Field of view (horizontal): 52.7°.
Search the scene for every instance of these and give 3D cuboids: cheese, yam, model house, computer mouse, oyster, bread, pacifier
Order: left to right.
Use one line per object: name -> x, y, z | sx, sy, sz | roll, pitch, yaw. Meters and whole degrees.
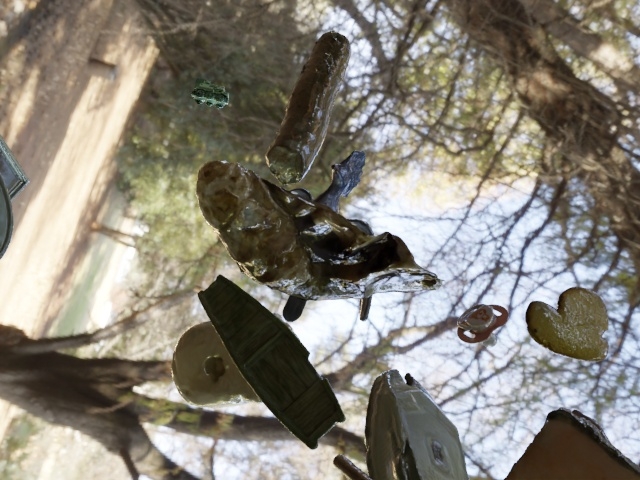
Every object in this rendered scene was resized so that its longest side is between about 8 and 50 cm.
cheese -> -0.153, 0.229, 1.226 | 0.251, 0.248, 0.173 | -175, -102, -71
yam -> -0.012, -0.210, 0.985 | 0.067, 0.071, 0.317 | 85, 18, -49
oyster -> -0.003, 0.010, 0.736 | 0.166, 0.295, 0.094 | 96, 15, -48
yam -> 0.078, 0.437, 1.177 | 0.145, 0.032, 0.032 | 21, -89, 47
computer mouse -> 0.191, 0.458, 1.322 | 0.145, 0.228, 0.428 | -47, -153, 26
pacifier -> 0.288, 0.156, 1.141 | 0.099, 0.078, 0.081 | -37, -152, -14
bread -> 0.491, 0.162, 1.301 | 0.065, 0.188, 0.149 | 133, -27, -75
model house -> 0.409, 0.359, 0.987 | 0.183, 0.172, 0.166 | 38, -76, 29

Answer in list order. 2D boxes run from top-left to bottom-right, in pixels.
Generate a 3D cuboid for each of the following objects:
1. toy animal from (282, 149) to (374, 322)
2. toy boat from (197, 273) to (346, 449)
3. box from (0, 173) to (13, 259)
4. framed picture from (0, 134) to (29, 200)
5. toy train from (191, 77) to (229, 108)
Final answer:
toy animal -> 0.000, 0.000, 0.929 | 0.239, 0.176, 0.255 | 36, -49, 35
toy boat -> -0.070, 0.163, 0.906 | 0.093, 0.055, 0.293 | -41, -119, -5
box -> -0.420, -0.031, 0.576 | 0.149, 0.226, 0.226 | -29, -146, 15
framed picture -> -0.625, -0.073, 1.080 | 0.232, 0.019, 0.296 | 82, 31, -53
toy train -> -0.239, -0.322, 1.416 | 0.033, 0.083, 0.053 | 108, -7, -62
